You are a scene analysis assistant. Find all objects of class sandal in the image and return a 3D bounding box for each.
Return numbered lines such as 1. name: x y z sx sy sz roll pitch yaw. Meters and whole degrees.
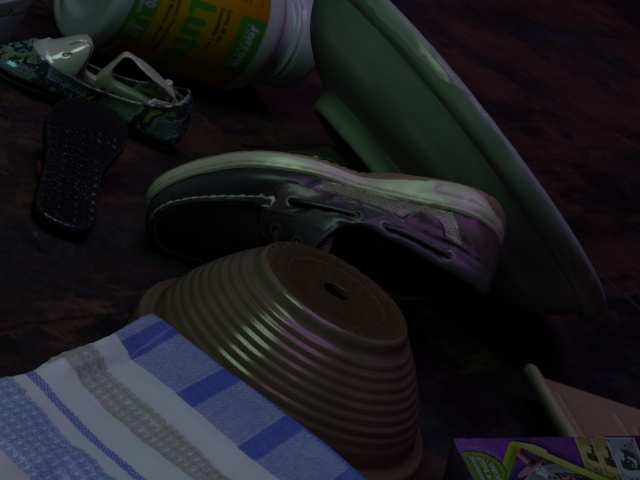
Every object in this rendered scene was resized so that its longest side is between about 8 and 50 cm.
1. sandal: -0.198 -0.054 1.562 0.067 0.040 0.179 22 37 -10

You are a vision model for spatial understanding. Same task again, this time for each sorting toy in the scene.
1. sorting toy: 0.270 0.197 1.640 0.208 0.038 0.193 24 22 -30

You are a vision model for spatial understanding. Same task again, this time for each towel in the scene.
1. towel: -0.117 0.138 1.160 0.209 0.034 0.285 36 31 24

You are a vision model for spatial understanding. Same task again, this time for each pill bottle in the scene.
1. pill bottle: -0.119 -0.222 1.888 0.246 0.136 0.136 14 27 -37

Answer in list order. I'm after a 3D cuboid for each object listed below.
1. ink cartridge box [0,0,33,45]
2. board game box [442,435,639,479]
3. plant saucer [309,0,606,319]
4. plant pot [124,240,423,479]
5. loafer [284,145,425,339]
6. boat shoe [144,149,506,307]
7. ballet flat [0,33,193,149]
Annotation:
1. ink cartridge box: -0.338 -0.222 1.696 0.150 0.063 0.109 35 21 8
2. board game box: 0.235 0.255 1.358 0.208 0.056 0.347 5 30 -20
3. plant saucer: 0.095 -0.067 1.767 0.400 0.100 0.400 52 -1 1
4. plant pot: -0.014 0.079 1.410 0.237 0.109 0.237 27 22 -12
5. loafer: 0.013 0.002 1.662 0.087 0.094 0.251 4 27 -29
6. boat shoe: 0.000 0.000 1.529 0.285 0.103 0.092 6 45 3
7. ballet flat: -0.196 -0.144 1.715 0.188 0.070 0.070 23 23 -21
